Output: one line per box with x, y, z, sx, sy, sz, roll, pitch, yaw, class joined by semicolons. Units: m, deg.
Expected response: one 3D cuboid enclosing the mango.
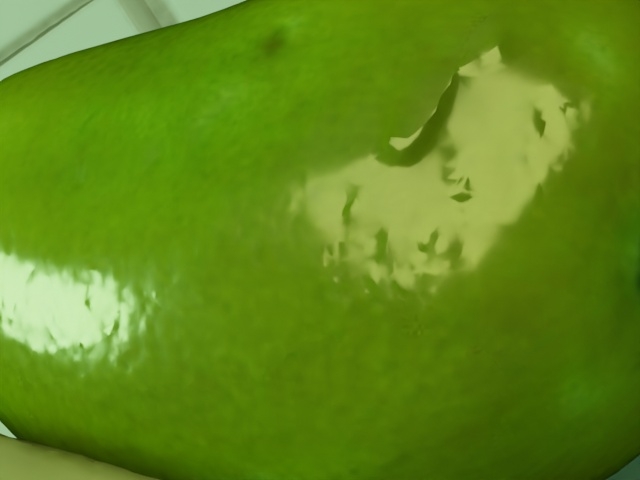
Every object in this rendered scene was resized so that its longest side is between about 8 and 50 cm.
0.003;0.007;0.598;0.273;0.149;0.185;-15;59;20;mango

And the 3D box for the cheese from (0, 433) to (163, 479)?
-0.148;0.187;0.559;0.242;0.124;0.265;4;55;40;cheese
